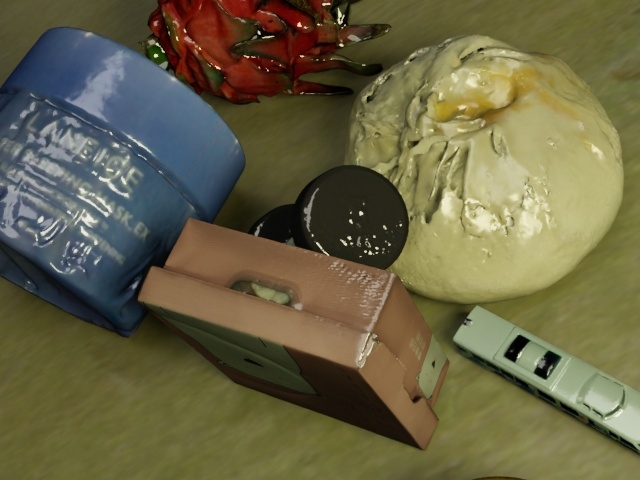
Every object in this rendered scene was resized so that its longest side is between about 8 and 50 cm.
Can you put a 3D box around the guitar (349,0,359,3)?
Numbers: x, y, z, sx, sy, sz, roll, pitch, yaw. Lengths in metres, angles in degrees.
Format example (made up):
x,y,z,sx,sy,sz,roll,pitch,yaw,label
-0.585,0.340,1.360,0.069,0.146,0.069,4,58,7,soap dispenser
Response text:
x,y,z,sx,sy,sz,roll,pitch,yaw,label
0.108,-0.351,1.225,0.233,0.025,0.088,-21,55,6,guitar

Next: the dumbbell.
x,y,z,sx,sy,sz,roll,pitch,yaw,label
0.000,0.000,0.940,0.100,0.191,0.100,4,78,-20,dumbbell

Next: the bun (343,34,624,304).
x,y,z,sx,sy,sz,roll,pitch,yaw,label
0.143,-0.081,0.973,0.287,0.146,0.287,-9,61,16,bun

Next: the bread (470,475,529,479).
x,y,z,sx,sy,sz,roll,pitch,yaw,label
0.135,0.289,0.774,0.213,0.104,0.213,-9,61,16,bread

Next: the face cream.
x,y,z,sx,sy,sz,roll,pitch,yaw,label
-0.233,-0.050,1.027,0.249,0.249,0.225,20,71,29,face cream

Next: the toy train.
x,y,z,sx,sy,sz,roll,pitch,yaw,label
0.211,0.122,0.885,0.208,0.047,0.043,29,74,33,toy train

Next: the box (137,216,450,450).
x,y,z,sx,sy,sz,roll,pitch,yaw,label
-0.010,0.082,0.883,0.215,0.215,0.086,15,70,27,box

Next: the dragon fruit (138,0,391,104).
x,y,z,sx,sy,sz,roll,pitch,yaw,label
-0.063,-0.240,1.120,0.274,0.192,0.193,-8,49,1,dragon fruit
